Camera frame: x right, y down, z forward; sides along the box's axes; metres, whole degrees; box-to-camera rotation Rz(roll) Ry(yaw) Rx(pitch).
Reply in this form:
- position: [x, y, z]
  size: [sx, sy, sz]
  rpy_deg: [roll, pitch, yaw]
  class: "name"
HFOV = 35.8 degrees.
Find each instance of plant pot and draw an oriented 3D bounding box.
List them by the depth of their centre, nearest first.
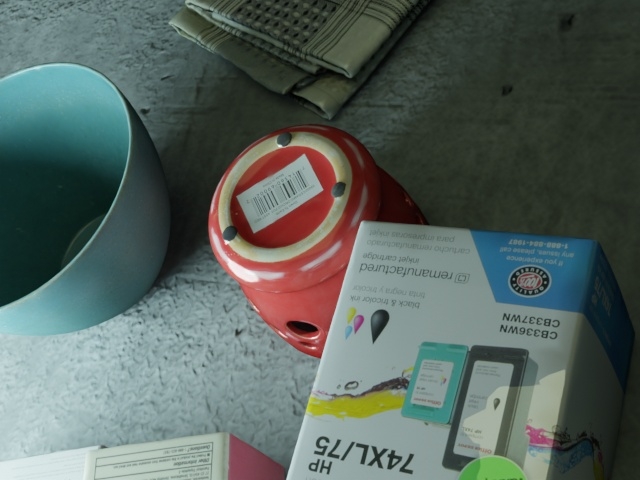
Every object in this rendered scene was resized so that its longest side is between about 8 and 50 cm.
- position: [0.000, 0.000, 0.943]
  size: [0.191, 0.174, 0.191]
  rpy_deg: [-10, 62, 20]
  class: "plant pot"
- position: [-0.276, -0.016, 1.066]
  size: [0.290, 0.195, 0.290]
  rpy_deg: [-11, 59, 19]
  class: "plant pot"

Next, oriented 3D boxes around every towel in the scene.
- position: [0.001, -0.324, 1.190]
  size: [0.312, 0.056, 0.324]
  rpy_deg: [34, 82, 35]
  class: "towel"

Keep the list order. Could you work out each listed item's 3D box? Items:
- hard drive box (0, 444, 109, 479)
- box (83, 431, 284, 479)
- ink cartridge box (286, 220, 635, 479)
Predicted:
- position: [-0.268, 0.328, 0.939]
  size: [0.181, 0.089, 0.232]
  rpy_deg: [-12, 59, 19]
  class: "hard drive box"
- position: [-0.121, 0.301, 0.862]
  size: [0.148, 0.127, 0.232]
  rpy_deg: [-11, 60, 19]
  class: "box"
- position: [0.117, 0.152, 0.786]
  size: [0.198, 0.197, 0.270]
  rpy_deg: [5, 66, 28]
  class: "ink cartridge box"
